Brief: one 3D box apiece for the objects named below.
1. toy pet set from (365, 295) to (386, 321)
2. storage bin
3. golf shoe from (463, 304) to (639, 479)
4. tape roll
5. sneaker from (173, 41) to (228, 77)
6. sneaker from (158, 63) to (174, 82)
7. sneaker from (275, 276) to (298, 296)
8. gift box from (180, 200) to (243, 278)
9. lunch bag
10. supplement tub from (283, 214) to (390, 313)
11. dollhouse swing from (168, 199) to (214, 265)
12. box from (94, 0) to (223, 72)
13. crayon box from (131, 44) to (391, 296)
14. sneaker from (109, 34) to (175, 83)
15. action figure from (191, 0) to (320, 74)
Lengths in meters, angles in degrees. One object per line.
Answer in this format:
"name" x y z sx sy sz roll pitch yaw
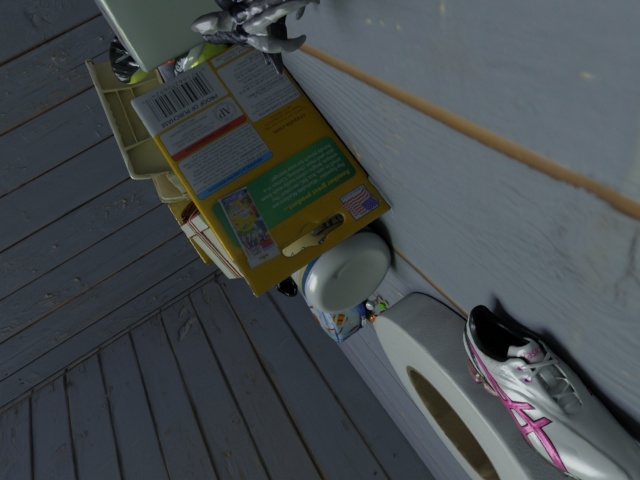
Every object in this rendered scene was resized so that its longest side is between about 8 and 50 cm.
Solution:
"toy pet set" 0.091 0.105 0.919 0.114 0.065 0.122 -15 116 43
"storage bin" -0.355 -0.226 0.952 0.262 0.123 0.260 149 100 -80
"golf shoe" 0.192 0.132 0.388 0.186 0.067 0.086 45 163 53
"tape roll" 0.219 0.254 0.650 0.392 0.072 0.392 54 170 13
"sneaker" -0.182 -0.268 0.889 0.147 0.145 0.385 20 156 8
"sneaker" -0.319 -0.426 0.936 0.210 0.137 0.366 52 167 42
"sneaker" -0.108 0.082 1.143 0.152 0.058 0.084 59 173 -10
"gift box" -0.231 -0.064 1.285 0.258 0.255 0.276 50 149 -13
"lunch bag" 0.011 0.119 1.153 0.303 0.115 0.243 54 168 25
"supplement tub" 0.000 0.000 0.696 0.200 0.144 0.144 49 168 38
"dollhouse swing" -0.359 -0.135 1.583 0.315 0.305 0.347 60 170 -12
"box" -0.257 -0.427 0.525 0.215 0.168 0.345 50 168 36
"crayon box" -0.083 -0.102 0.600 0.323 0.203 0.083 55 171 14
"sneaker" -0.274 -0.328 0.745 0.081 0.209 0.094 18 152 8
"action figure" -0.058 -0.200 0.283 0.141 0.275 0.164 5 108 32
